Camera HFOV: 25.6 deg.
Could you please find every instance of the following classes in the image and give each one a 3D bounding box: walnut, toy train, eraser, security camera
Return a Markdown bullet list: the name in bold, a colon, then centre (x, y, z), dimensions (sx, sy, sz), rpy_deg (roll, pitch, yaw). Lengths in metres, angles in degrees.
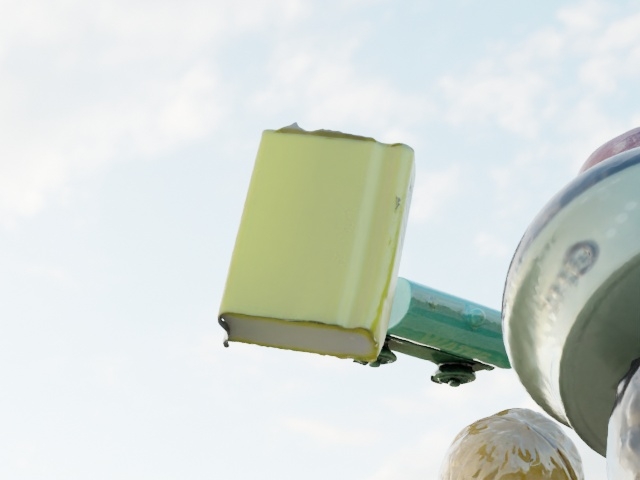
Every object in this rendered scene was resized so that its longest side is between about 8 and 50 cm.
- **walnut**: centre (0.196, 0.275, 1.492), dimensions (0.165, 0.165, 0.197), rpy_deg (-4, -52, -20)
- **toy train**: centre (0.146, 0.111, 1.732), dimensions (0.248, 0.101, 0.159), rpy_deg (17, -26, -32)
- **eraser**: centre (0.000, 0.000, 1.360), dimensions (0.158, 0.226, 0.069), rpy_deg (5, -29, 11)
- **security camera**: centre (0.221, 0.083, 0.746), dimensions (0.191, 0.277, 0.197), rpy_deg (22, -68, -24)

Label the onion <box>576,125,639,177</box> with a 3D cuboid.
- **onion**: centre (0.339, -0.053, 1.348), dimensions (0.195, 0.159, 0.159), rpy_deg (-44, -25, -4)
